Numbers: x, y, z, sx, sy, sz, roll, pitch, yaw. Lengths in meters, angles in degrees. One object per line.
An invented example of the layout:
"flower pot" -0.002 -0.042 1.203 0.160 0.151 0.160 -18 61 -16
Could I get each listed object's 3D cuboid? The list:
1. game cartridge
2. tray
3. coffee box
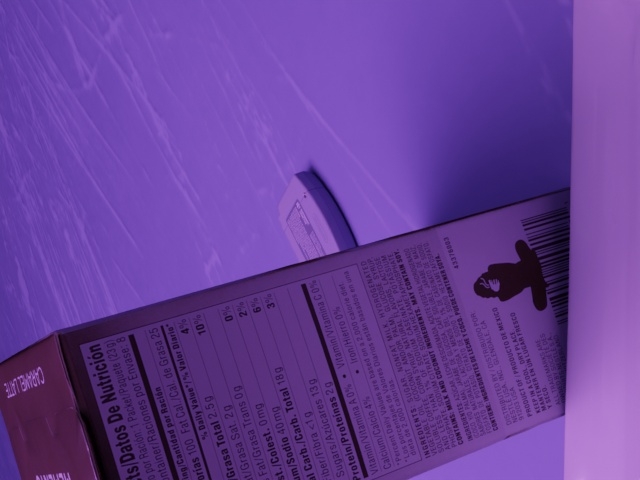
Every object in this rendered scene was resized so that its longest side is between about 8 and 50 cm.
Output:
"game cartridge" 0.000 0.000 0.705 0.083 0.017 0.056 63 154 20
"tray" 0.117 0.020 0.391 0.145 0.030 0.270 -149 60 -88
"coffee box" -0.004 0.061 0.495 0.141 0.246 0.098 -28 79 62
